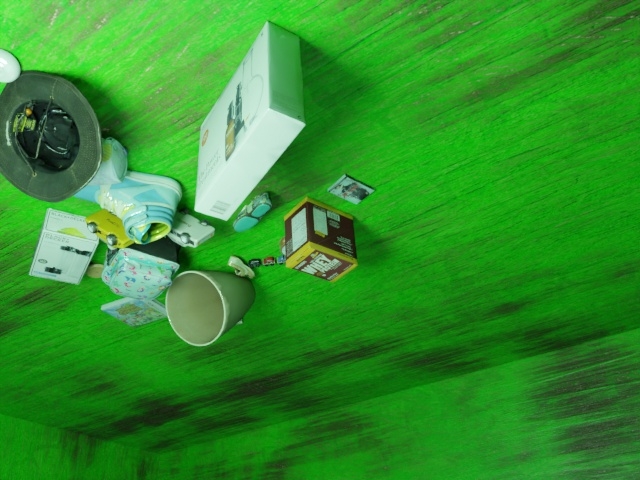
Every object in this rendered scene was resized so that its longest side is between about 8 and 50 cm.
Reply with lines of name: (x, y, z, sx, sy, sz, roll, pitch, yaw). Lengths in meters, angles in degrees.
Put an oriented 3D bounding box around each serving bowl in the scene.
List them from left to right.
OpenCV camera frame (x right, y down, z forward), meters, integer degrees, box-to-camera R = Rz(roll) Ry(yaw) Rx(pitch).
serving bowl: (-0.732, -0.394, 1.319, 0.083, 0.027, 0.083, 0, 135, 0)

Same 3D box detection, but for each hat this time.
hat: (-0.637, -0.247, 1.412, 0.331, 0.332, 0.134, -17, -179, 19)

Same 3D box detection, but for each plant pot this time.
plant pot: (-0.359, 0.210, 2.051, 0.256, 0.257, 0.274, -25, 175, 28)

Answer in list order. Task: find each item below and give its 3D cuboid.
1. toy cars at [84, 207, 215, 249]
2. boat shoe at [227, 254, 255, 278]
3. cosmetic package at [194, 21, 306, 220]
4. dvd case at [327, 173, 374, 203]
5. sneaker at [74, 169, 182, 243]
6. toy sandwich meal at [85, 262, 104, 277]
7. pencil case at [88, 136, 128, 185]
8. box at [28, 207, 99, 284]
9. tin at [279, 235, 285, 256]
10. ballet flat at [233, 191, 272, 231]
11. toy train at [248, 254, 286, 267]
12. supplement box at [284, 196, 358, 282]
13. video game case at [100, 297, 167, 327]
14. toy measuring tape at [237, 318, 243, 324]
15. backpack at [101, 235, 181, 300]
toy cars: (-0.514, -0.022, 1.755, 0.393, 0.176, 0.087, -1, 128, -4)
boat shoe: (-0.287, 0.103, 2.074, 0.050, 0.045, 0.135, 14, 156, 43)
cosmetic package: (-0.174, -0.267, 1.349, 0.097, 0.285, 0.377, 19, 139, -27)
dvd case: (0.094, -0.156, 1.777, 0.119, 0.013, 0.087, 23, 137, -32)
sneaker: (-0.560, -0.093, 1.631, 0.318, 0.208, 0.127, 4, 145, -10)
toy sandwich meal: (-0.796, 0.102, 2.051, 0.085, 0.029, 0.086, -11, 142, -9)
pencil case: (-0.660, -0.201, 1.546, 0.273, 0.114, 0.124, -6, 136, 3)
box: (-0.832, 0.026, 1.881, 0.169, 0.087, 0.290, 16, 140, -27)
tin: (-0.069, 0.040, 2.028, 0.106, 0.040, 0.189, -23, 141, 19)
ballet flat: (-0.209, -0.092, 1.797, 0.070, 0.070, 0.188, 23, 141, -33)
toy train: (-0.182, 0.073, 2.073, 0.158, 0.027, 0.036, -6, 135, 4)
supplement box: (0.000, 0.000, 1.834, 0.191, 0.194, 0.129, 21, 139, -31)
video game case: (-0.731, 0.280, 2.319, 0.212, 0.023, 0.193, -18, 143, 20)
toy measuring tape: (-0.379, 0.295, 2.298, 0.121, 0.121, 0.330, -10, 145, 9)
backpack: (-0.603, 0.089, 1.923, 0.225, 0.191, 0.253, 20, 144, -32)
